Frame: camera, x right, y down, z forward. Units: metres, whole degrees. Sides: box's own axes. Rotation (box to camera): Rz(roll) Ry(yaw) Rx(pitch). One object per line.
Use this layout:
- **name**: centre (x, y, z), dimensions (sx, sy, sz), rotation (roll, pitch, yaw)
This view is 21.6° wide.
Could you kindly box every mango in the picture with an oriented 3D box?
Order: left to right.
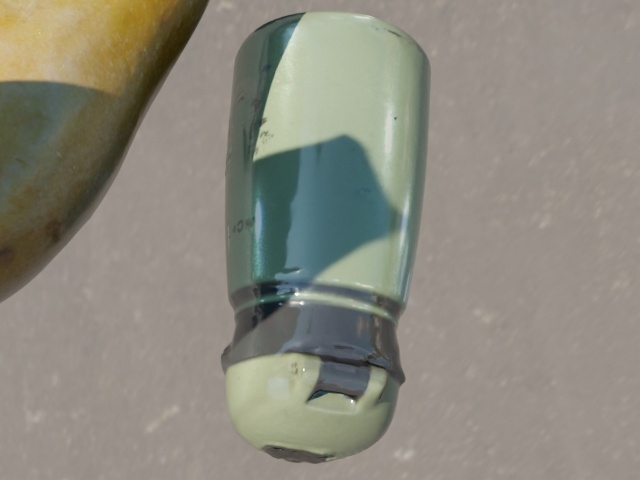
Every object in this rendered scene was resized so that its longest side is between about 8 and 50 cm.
- **mango**: centre (-0.218, -0.103, 1.189), dimensions (0.199, 0.221, 0.384), rotation (43, 78, -9)

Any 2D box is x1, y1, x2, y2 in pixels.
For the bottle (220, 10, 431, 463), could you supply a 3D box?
- **bottle**: centre (-0.001, 0.001, 1.338), dimensions (0.168, 0.168, 0.347), rotation (7, 71, -7)
